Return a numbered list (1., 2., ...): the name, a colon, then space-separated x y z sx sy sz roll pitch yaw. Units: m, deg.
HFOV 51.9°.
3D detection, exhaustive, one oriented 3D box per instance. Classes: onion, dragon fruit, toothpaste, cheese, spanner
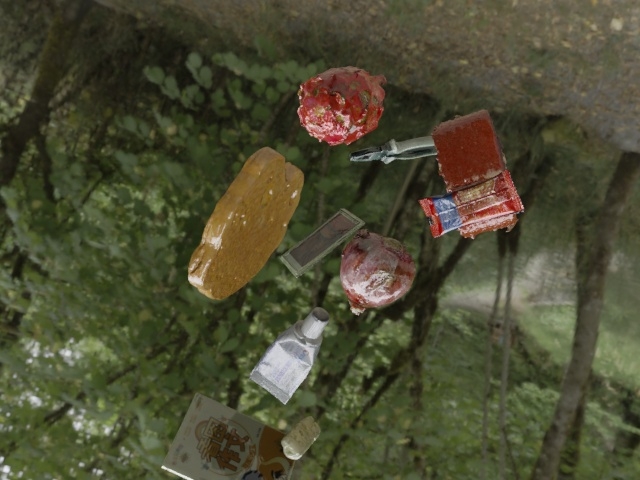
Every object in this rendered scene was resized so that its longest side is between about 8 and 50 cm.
1. onion: 0.109 0.081 1.393 0.159 0.195 0.159 22 -158 -9
2. dragon fruit: 0.066 -0.352 1.689 0.205 0.268 0.210 28 140 34
3. toothpaste: -0.063 0.254 1.484 0.068 0.282 0.099 -2 -134 -44
4. cheese: -0.046 0.484 1.624 0.065 0.043 0.194 62 -165 7
5. spanner: 0.231 -0.265 1.932 0.325 0.040 0.095 -10 160 -23

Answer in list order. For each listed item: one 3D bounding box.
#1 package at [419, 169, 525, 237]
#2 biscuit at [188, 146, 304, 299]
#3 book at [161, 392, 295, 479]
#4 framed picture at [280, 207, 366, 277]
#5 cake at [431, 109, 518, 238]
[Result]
1. package: 0.281 -0.067 1.243 0.200 0.083 0.022 -18 -178 41
2. biscuit: -0.149 -0.037 1.390 0.057 0.351 0.312 31 -160 16
3. book: -0.205 0.513 1.580 0.295 0.208 0.020 27 134 -6
4. framed picture: 0.000 0.000 2.085 0.016 0.273 0.216 53 175 -22
5. cake: 0.348 -0.144 1.481 0.151 0.283 0.177 -17 173 10
